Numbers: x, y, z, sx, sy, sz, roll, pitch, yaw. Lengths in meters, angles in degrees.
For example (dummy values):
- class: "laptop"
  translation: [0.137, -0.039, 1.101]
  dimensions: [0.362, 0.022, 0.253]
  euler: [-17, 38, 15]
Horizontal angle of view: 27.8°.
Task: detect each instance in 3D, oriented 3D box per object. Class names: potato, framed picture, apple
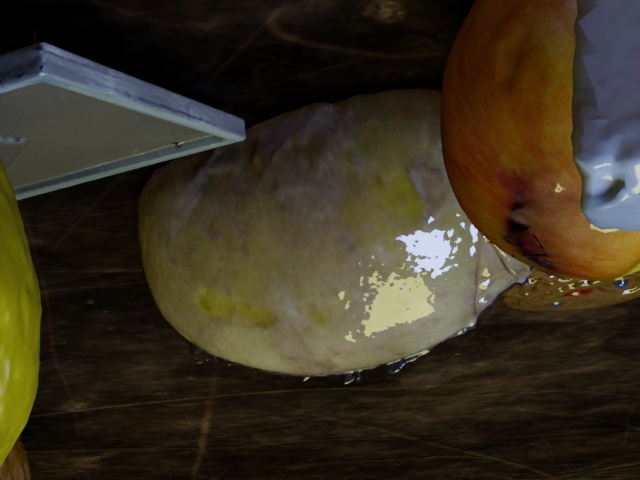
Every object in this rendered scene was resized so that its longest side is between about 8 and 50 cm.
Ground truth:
- class: "potato"
  translation: [-0.003, 0.000, 0.647]
  dimensions: [0.261, 0.120, 0.100]
  euler: [-13, 153, 21]
- class: "framed picture"
  translation: [-0.157, -0.043, 0.592]
  dimensions: [0.203, 0.015, 0.150]
  euler: [-12, 168, 27]
- class: "apple"
  translation: [0.115, -0.048, 0.505]
  dimensions: [0.146, 0.146, 0.146]
  euler: [-4, 161, -1]

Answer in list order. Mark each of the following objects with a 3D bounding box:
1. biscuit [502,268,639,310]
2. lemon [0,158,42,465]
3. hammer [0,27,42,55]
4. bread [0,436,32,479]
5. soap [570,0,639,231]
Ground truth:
- class: "biscuit"
  translation: [0.165, 0.024, 0.879]
  dimensions: [0.175, 0.026, 0.124]
  euler: [13, 154, -41]
- class: "lemon"
  translation: [-0.228, 0.010, 0.412]
  dimensions: [0.284, 0.260, 0.260]
  euler: [39, 142, -21]
- class: "hammer"
  translation: [-0.140, -0.103, 0.461]
  dimensions: [0.065, 0.021, 0.178]
  euler: [-3, 158, -6]
- class: "bread"
  translation: [-0.362, 0.317, 1.119]
  dimensions: [0.215, 0.398, 0.398]
  euler: [3, 161, 5]
- class: "soap"
  translation: [0.234, -0.069, 0.422]
  dimensions: [0.258, 0.159, 0.302]
  euler: [-17, 155, 24]
